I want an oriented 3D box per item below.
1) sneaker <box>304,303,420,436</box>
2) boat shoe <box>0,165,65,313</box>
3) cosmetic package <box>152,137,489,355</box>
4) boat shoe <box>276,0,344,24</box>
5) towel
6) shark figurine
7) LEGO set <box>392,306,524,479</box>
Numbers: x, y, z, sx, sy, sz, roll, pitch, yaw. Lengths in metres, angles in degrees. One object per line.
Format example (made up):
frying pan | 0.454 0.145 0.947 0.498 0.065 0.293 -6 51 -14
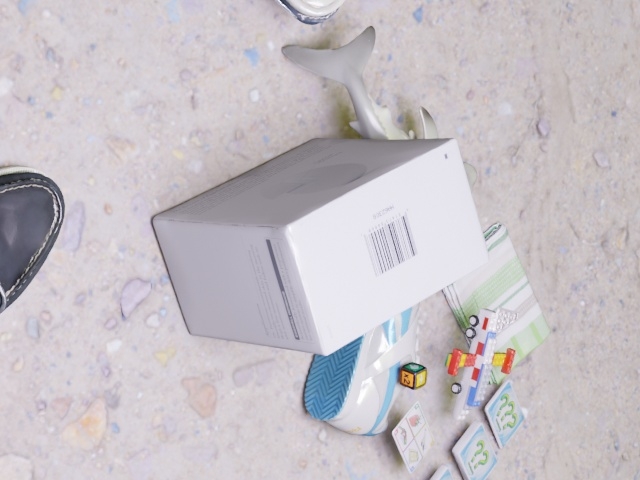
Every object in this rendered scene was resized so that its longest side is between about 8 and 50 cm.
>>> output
sneaker | 0.064 0.094 2.077 0.092 0.087 0.228 31 80 -41
boat shoe | -0.338 0.049 1.741 0.340 0.113 0.127 -36 112 -31
cosmetic package | 0.000 0.000 1.929 0.224 0.225 0.138 -28 110 -33
boat shoe | -0.065 -0.324 1.954 0.095 0.079 0.254 -41 94 -17
towel | 0.199 0.072 2.211 0.113 0.023 0.152 -39 114 -29
shark figurine | 0.064 -0.084 2.060 0.278 0.116 0.166 44 32 -38
LEGO set | 0.159 0.187 2.121 0.182 0.060 0.244 -49 138 -26
